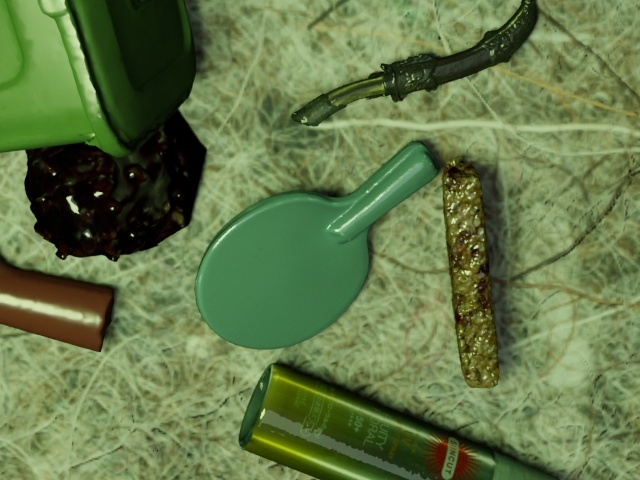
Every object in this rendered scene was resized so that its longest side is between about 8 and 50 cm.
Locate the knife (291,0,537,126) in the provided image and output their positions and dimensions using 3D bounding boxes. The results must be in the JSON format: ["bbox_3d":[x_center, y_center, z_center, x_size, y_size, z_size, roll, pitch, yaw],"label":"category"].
[{"bbox_3d":[0.082,-0.138,1.316,0.222,0.021,0.045,-25,108,3],"label":"knife"}]

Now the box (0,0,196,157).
[{"bbox_3d":[-0.224,-0.228,1.170,0.178,0.253,0.329,-9,106,15],"label":"box"}]

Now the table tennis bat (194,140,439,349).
[{"bbox_3d":[0.000,0.000,1.339,0.237,0.038,0.149,-40,127,5],"label":"table tennis bat"}]

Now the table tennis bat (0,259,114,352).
[{"bbox_3d":[-0.380,0.017,1.347,0.414,0.051,0.268,14,107,-4],"label":"table tennis bat"}]

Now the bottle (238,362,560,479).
[{"bbox_3d":[0.073,0.195,1.397,0.286,0.082,0.082,23,107,-9],"label":"bottle"}]

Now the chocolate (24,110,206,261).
[{"bbox_3d":[-0.177,-0.035,1.289,0.156,0.133,0.156,0,111,0],"label":"chocolate"}]

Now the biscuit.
[{"bbox_3d":[0.127,0.029,1.351,0.034,0.064,0.199,-7,109,2],"label":"biscuit"}]
